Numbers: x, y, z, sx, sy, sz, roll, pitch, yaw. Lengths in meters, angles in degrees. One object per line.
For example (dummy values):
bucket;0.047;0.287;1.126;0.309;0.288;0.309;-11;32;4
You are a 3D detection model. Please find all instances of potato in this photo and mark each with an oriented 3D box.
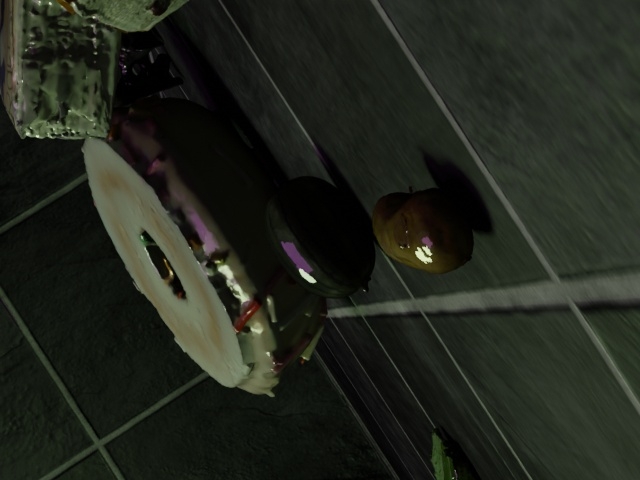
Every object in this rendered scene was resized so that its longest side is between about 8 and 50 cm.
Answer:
potato;0.057;-0.005;0.764;0.092;0.046;0.045;-179;91;-73

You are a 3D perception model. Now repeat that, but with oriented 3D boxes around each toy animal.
toy animal;-0.277;-0.287;1.968;0.210;0.121;0.117;63;156;1

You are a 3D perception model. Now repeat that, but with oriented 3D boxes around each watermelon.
watermelon;0.000;0.000;1.156;0.111;0.078;0.078;55;175;14

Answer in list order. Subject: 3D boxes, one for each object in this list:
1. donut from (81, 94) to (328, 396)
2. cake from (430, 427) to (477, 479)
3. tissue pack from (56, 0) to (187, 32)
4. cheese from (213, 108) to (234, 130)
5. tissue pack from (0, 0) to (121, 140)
donut;-0.129;-0.003;1.677;0.382;0.142;0.383;49;159;25
cake;0.183;0.311;1.593;0.100;0.099;0.235;-133;32;-69
tissue pack;-0.189;-0.265;1.060;0.226;0.092;0.183;56;-167;5
cheese;-0.121;-0.075;1.857;0.189;0.074;0.286;54;162;13
tissue pack;-0.298;-0.260;1.624;0.343;0.125;0.242;-137;51;-66
